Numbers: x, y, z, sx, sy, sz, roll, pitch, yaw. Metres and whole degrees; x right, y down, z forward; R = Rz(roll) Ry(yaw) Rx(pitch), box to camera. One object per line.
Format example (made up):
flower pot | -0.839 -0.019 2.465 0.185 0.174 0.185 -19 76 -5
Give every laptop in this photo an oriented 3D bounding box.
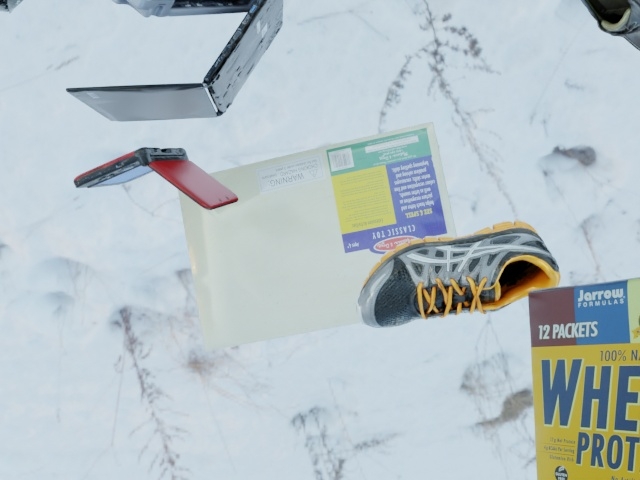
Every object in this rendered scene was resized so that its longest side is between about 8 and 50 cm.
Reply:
laptop | -0.172 -0.247 0.918 0.136 0.234 0.264 33 89 -4

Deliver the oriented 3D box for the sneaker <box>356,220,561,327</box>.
sneaker | 0.139 0.041 0.702 0.215 0.083 0.084 -20 122 -7

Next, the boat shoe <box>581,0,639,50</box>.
boat shoe | 0.308 -0.234 0.719 0.152 0.049 0.056 35 156 -18

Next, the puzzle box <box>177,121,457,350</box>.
puzzle box | 0.000 0.000 1.056 0.409 0.272 0.052 -11 173 10

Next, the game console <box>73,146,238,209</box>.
game console | -0.173 -0.055 0.761 0.124 0.144 0.085 -22 94 8

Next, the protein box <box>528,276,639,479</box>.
protein box | 0.281 0.135 0.526 0.201 0.199 0.136 7 167 -30

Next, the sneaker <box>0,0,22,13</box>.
sneaker | -0.435 -0.331 0.903 0.106 0.234 0.078 4 116 -29

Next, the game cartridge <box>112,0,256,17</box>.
game cartridge | -0.191 -0.341 0.819 0.198 0.297 0.062 43 119 4
